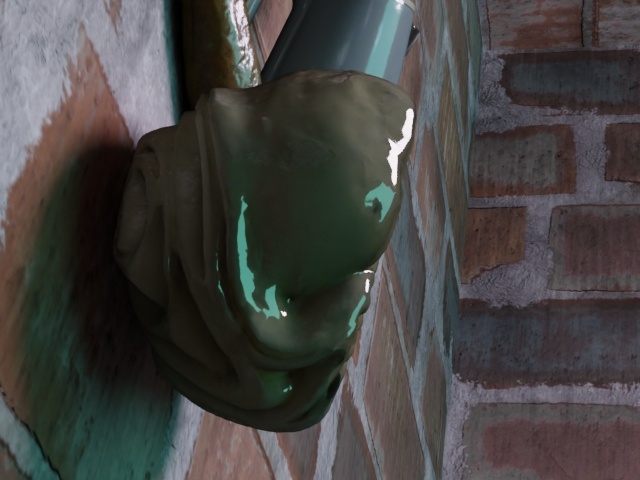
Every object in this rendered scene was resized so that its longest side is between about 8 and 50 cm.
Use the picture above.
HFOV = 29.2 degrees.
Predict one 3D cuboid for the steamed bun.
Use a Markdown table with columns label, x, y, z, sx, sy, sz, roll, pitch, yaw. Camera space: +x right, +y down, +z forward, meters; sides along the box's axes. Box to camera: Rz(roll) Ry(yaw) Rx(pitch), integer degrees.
| label | x | y | z | sx | sy | sz | roll | pitch | yaw |
| --- | --- | --- | --- | --- | --- | --- | --- | --- | --- |
| steamed bun | -0.066 | -0.005 | 1.059 | 0.324 | 0.219 | 0.309 | 161 | -54 | -78 |

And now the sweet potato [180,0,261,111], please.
| label | x | y | z | sx | sy | sz | roll | pitch | yaw |
| --- | --- | --- | --- | --- | --- | --- | --- | --- | --- |
| sweet potato | -0.107 | -0.230 | 1.185 | 0.075 | 0.075 | 0.273 | -50 | 133 | -70 |

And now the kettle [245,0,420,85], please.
| label | x | y | z | sx | sy | sz | roll | pitch | yaw |
| --- | --- | --- | --- | --- | --- | --- | --- | --- | --- |
| kettle | -0.016 | -0.167 | 1.305 | 0.160 | 0.210 | 0.243 | -161 | -90 | -75 |
